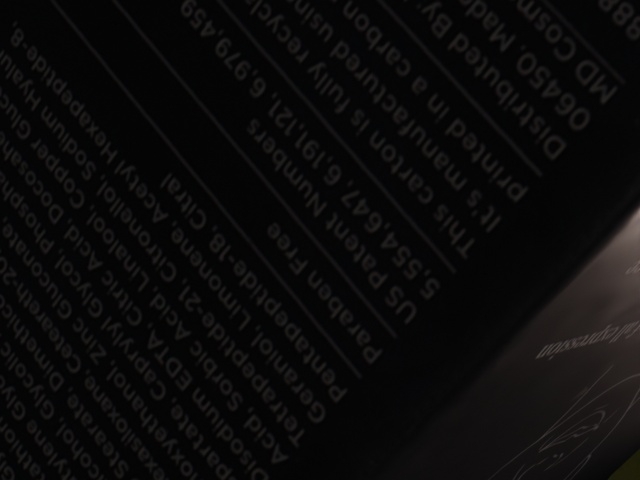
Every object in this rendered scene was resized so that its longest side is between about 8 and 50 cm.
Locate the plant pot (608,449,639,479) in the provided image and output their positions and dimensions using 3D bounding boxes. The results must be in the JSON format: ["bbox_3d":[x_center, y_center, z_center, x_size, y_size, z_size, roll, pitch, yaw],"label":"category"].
[{"bbox_3d":[0.132,0.117,0.802,0.276,0.254,0.276,-19,154,-10],"label":"plant pot"}]

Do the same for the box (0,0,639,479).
[{"bbox_3d":[0.012,-0.003,0.558,0.395,0.212,0.293,-51,157,26],"label":"box"}]
